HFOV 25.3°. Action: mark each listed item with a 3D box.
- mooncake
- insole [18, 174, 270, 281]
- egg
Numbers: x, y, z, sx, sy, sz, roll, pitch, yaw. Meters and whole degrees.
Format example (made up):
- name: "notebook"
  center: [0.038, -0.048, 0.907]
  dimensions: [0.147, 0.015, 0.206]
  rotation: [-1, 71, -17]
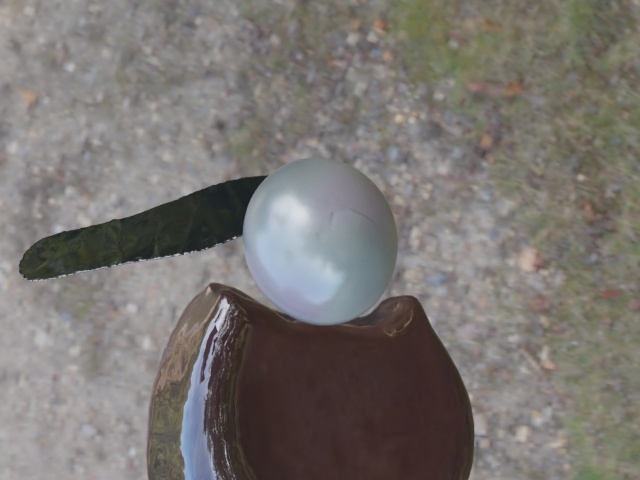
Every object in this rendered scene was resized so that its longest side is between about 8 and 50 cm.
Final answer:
- name: "mooncake"
  center: [-0.021, 0.181, 1.414]
  dimensions: [0.333, 0.326, 0.174]
  rotation: [60, 149, -5]
- name: "insole"
  center: [-0.128, -0.007, 1.119]
  dimensions: [0.232, 0.003, 0.080]
  rotation: [-15, 38, 6]
- name: "egg"
  center: [0.000, 0.000, 0.958]
  dimensions: [0.103, 0.103, 0.135]
  rotation: [-51, 27, 19]
